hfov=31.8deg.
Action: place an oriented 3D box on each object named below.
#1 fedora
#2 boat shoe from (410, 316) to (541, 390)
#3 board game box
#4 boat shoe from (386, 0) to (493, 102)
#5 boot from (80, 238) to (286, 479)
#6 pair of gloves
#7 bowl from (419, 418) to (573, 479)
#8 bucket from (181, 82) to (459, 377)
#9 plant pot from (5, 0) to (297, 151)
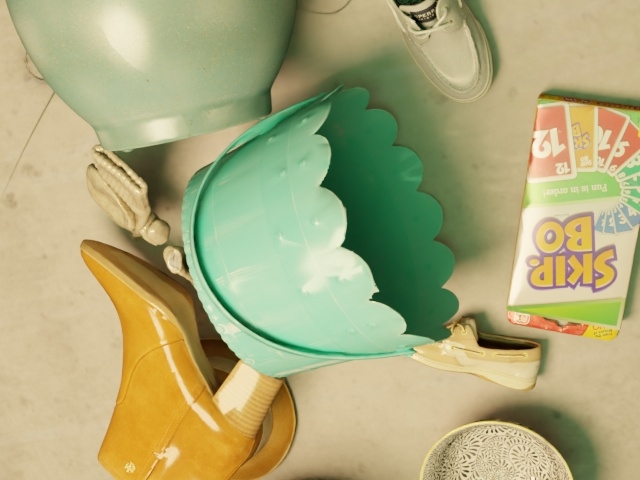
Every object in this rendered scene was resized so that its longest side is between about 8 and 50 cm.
[{"bbox_3d":[-0.125,0.214,1.337,0.194,0.079,0.194,4,108,13],"label":"fedora"},{"bbox_3d":[0.162,0.114,1.244,0.170,0.063,0.059,15,107,0],"label":"boat shoe"},{"bbox_3d":[0.273,-0.018,1.189,0.124,0.039,0.259,9,111,12],"label":"board game box"},{"bbox_3d":[0.102,-0.238,1.138,0.079,0.081,0.227,-25,98,20],"label":"boat shoe"},{"bbox_3d":[-0.201,0.157,1.259,0.295,0.104,0.211,37,102,11],"label":"boot"},{"bbox_3d":[-0.170,0.003,1.227,0.042,0.204,0.240,-44,93,-12],"label":"pair of gloves"},{"bbox_3d":[0.202,0.264,1.266,0.170,0.080,0.170,4,108,14],"label":"bowl"},{"bbox_3d":[0.000,0.000,1.144,0.183,0.281,0.281,-23,100,24],"label":"bucket"},{"bbox_3d":[-0.151,-0.199,1.099,0.293,0.293,0.196,-8,103,17],"label":"plant pot"}]
